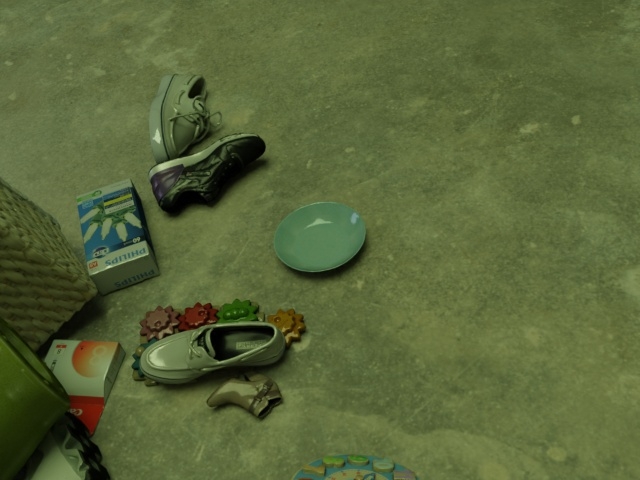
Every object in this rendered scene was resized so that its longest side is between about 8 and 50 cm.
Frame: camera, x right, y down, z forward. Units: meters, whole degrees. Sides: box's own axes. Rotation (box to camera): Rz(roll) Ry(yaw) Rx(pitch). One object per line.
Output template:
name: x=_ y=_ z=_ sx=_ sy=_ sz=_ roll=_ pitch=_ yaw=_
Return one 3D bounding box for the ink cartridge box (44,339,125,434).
ink cartridge box: x=-0.469 y=0.272 z=1.295 sx=0.146 sy=0.045 sz=0.179 roll=0 pitch=47 yaw=14

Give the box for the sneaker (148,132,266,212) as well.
sneaker: x=-0.248 y=-0.146 z=1.597 sx=0.284 sy=0.107 sz=0.124 roll=-23 pitch=63 yaw=-3

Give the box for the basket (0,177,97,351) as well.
basket: x=-0.672 y=0.059 z=1.300 sx=0.328 sy=0.331 sz=0.266 roll=-45 pitch=55 yaw=-6

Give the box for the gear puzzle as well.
gear puzzle: x=-0.196 y=0.182 z=1.311 sx=0.339 sy=0.044 sz=0.175 roll=-6 pitch=48 yaw=8

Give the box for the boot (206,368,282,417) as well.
boot: x=-0.131 y=0.280 z=1.211 sx=0.118 sy=0.042 sz=0.087 roll=-34 pitch=50 yaw=-19

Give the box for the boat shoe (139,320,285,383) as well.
boat shoe: x=-0.198 y=0.194 z=1.229 sx=0.268 sy=0.088 sz=0.096 roll=-5 pitch=61 yaw=3

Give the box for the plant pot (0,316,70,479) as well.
plant pot: x=-0.608 y=0.290 z=1.072 sx=0.353 sy=0.366 sz=0.366 roll=-42 pitch=53 yaw=-17

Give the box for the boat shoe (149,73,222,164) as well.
boat shoe: x=-0.332 y=-0.315 z=1.740 sx=0.157 sy=0.135 sz=0.367 roll=-7 pitch=38 yaw=3

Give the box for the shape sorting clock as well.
shape sorting clock: x=0.056 y=0.370 z=1.023 sx=0.206 sy=0.040 sz=0.206 roll=5 pitch=12 yaw=-1

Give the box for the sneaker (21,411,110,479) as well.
sneaker: x=-0.404 y=0.432 z=1.093 sx=0.146 sy=0.122 sz=0.330 roll=-38 pitch=39 yaw=-12

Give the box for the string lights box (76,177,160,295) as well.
string lights box: x=-0.452 y=-0.013 z=1.521 sx=0.134 sy=0.076 sz=0.259 roll=-21 pitch=48 yaw=-7

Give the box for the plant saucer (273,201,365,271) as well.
plant saucer: x=0.000 y=0.000 z=1.434 sx=0.195 sy=0.037 sz=0.194 roll=-6 pitch=48 yaw=7
